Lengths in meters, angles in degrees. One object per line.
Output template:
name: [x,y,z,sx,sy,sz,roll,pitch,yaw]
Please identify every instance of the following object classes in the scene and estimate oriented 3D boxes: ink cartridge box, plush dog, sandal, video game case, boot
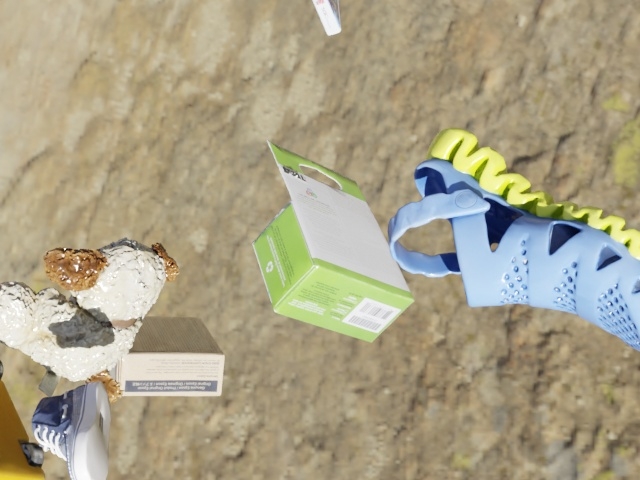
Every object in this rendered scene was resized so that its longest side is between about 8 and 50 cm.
ink cartridge box: [0.000,0.000,1.530,0.097,0.189,0.255,-47,43,25]
ink cartridge box: [-0.299,0.214,2.033,0.235,0.193,0.088,-141,54,-68]
plush dog: [-0.320,0.094,1.588,0.210,0.262,0.225,48,120,24]
sandal: [0.181,0.019,0.997,0.138,0.126,0.317,-40,46,-19]
video game case: [-0.017,-0.397,1.416,0.023,0.183,0.201,-16,45,12]
boot: [-0.303,0.241,1.302,0.190,0.086,0.069,-105,-1,-68]

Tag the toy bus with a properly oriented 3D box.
toy bus: [-0.485,0.243,1.456,0.130,0.108,0.332,-55,46,14]
